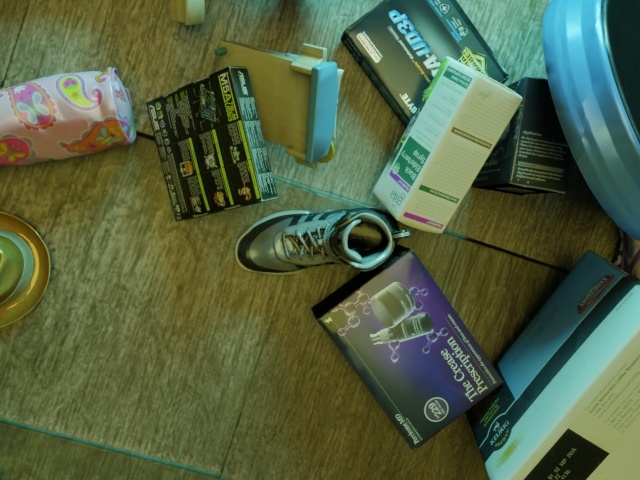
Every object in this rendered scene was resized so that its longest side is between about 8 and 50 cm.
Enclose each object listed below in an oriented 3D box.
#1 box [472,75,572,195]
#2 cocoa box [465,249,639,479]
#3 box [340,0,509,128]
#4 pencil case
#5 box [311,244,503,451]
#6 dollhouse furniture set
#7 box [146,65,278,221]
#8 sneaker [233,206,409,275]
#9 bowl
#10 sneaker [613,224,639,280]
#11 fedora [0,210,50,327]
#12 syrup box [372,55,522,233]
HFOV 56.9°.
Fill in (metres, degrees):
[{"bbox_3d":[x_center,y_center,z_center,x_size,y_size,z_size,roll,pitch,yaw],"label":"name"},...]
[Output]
[{"bbox_3d":[0.315,-0.155,0.917,0.093,0.156,0.159,9,92,-6],"label":"box"},{"bbox_3d":[0.421,0.235,0.882,0.231,0.228,0.347,32,104,-7],"label":"cocoa box"},{"bbox_3d":[0.167,-0.292,0.944,0.175,0.051,0.220,-38,97,-3],"label":"box"},{"bbox_3d":[-0.418,-0.170,0.851,0.283,0.124,0.124,-13,95,-5],"label":"pencil case"},{"bbox_3d":[0.136,0.167,0.944,0.184,0.103,0.261,-36,97,-1],"label":"box"},{"bbox_3d":[-0.068,-0.297,0.900,0.286,0.198,0.304,21,124,27],"label":"dollhouse furniture set"},{"bbox_3d":[-0.163,-0.135,0.865,0.184,0.045,0.191,-11,95,33],"label":"box"},{"bbox_3d":[0.000,0.000,0.889,0.268,0.153,0.102,-9,94,-5],"label":"sneaker"},{"bbox_3d":[0.460,-0.195,0.857,0.391,0.077,0.392,16,64,-38],"label":"bowl"},{"bbox_3d":[0.550,-0.011,0.980,0.095,0.104,0.237,-2,92,-5],"label":"sneaker"},{"bbox_3d":[-0.506,0.047,0.870,0.194,0.079,0.195,0,93,-7],"label":"fedora"},{"bbox_3d":[0.183,-0.138,0.885,0.096,0.093,0.237,17,113,-29],"label":"syrup box"}]
